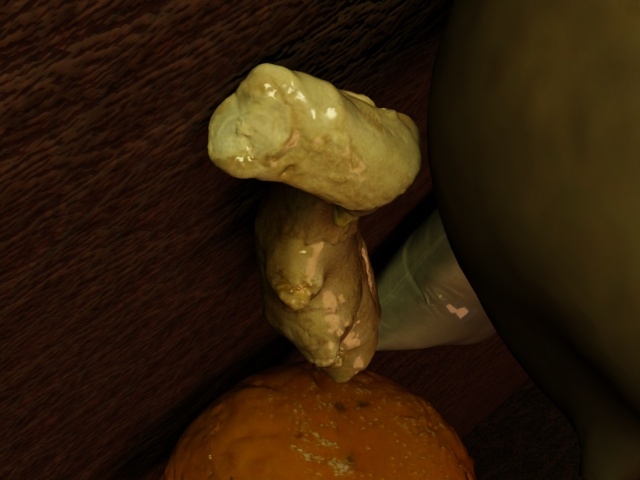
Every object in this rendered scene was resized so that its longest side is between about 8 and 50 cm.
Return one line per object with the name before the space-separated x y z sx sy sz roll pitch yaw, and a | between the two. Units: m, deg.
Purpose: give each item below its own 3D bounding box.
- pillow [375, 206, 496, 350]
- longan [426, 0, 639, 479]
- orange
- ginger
pillow | 0.114 -0.017 1.050 0.144 0.078 0.254 -12 150 -49
longan | 0.176 -0.033 0.632 0.297 0.297 0.297 -39 169 -9
orange | -0.002 0.164 1.069 0.193 0.193 0.161 -32 148 -39
ginger | 0.000 0.000 0.735 0.288 0.075 0.089 87 12 -74
